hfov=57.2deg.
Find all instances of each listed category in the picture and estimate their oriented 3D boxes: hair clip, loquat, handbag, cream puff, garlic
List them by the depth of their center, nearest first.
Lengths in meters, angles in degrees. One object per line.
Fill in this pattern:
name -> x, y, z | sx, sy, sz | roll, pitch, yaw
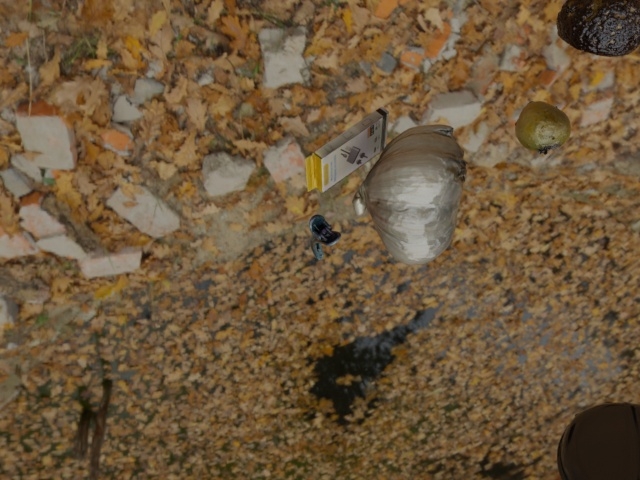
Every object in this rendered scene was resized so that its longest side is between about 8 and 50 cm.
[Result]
handbag -> 0.574, 0.392, 1.014 | 0.308, 0.253, 0.093 | 2, 132, 19
garlic -> 0.217, -0.105, 1.343 | 0.322, 0.241, 0.322 | -52, 158, -31
hair clip -> 0.000, 0.000, 1.482 | 0.048, 0.083, 0.275 | -49, 176, -11
cream puff -> 0.781, -0.609, 1.616 | 0.239, 0.239, 0.164 | -4, 132, -18
loquat -> 0.692, -0.361, 1.844 | 0.172, 0.204, 0.149 | 6, 141, -27

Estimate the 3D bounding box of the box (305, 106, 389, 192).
box -> 0.068, -0.211, 1.416 | 0.247, 0.033, 0.129 | -37, 152, -20
